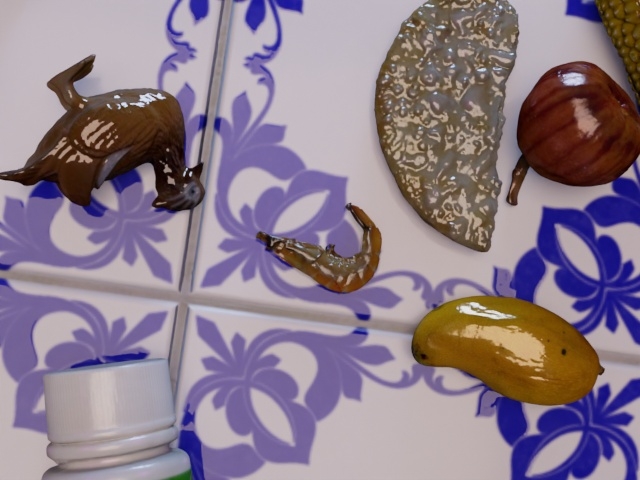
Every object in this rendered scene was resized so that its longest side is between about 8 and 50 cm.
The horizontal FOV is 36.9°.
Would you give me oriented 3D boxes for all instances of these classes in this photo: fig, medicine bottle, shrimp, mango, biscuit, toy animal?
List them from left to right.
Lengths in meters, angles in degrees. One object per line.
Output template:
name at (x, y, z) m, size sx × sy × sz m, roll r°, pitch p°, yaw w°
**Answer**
toy animal at (-0.213, -0.079, 0.933) m, size 0.188 × 0.089 × 0.179 m, roll -35°, pitch 104°, yaw -11°
medicine bottle at (-0.183, 0.231, 0.880) m, size 0.139 × 0.139 × 0.237 m, roll -5°, pitch 86°, yaw -5°
shrimp at (0.000, 0.000, 0.967) m, size 0.127 × 0.025 × 0.091 m, roll 17°, pitch 84°, yaw -7°
biscuit at (0.124, -0.138, 0.981) m, size 0.141 × 0.038 × 0.289 m, roll 9°, pitch 83°, yaw -3°
mango at (0.187, 0.106, 0.951) m, size 0.190 × 0.075 × 0.098 m, roll 15°, pitch 79°, yaw 4°
fig at (0.256, -0.103, 0.959) m, size 0.128 × 0.150 × 0.128 m, roll 4°, pitch 51°, yaw -4°

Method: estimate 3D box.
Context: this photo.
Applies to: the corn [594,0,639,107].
corn at (0.365, -0.185, 0.971) m, size 0.115 × 0.115 × 0.318 m, roll -24°, pitch 88°, yaw -6°
